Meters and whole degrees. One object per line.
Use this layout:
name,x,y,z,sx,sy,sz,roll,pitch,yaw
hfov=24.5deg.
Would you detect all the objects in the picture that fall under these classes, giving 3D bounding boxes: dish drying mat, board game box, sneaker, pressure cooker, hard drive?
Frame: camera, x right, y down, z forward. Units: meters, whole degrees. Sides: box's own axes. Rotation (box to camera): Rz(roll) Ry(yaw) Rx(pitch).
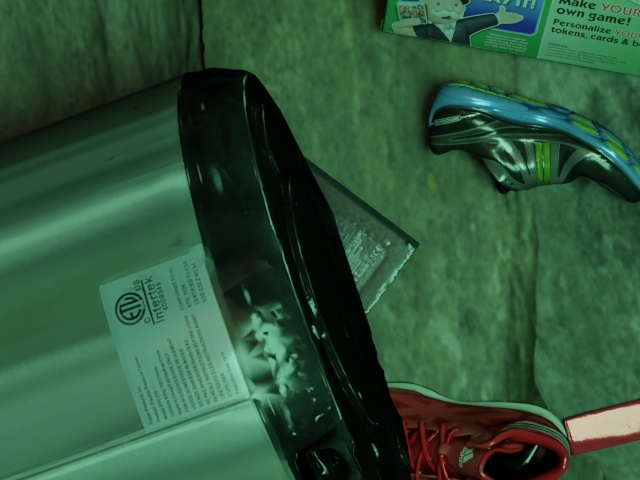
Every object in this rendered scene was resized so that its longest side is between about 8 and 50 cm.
dish drying mat,0.242,0.151,1.200,0.083,0.008,0.032,-14,88,1
board game box,0.215,-0.221,1.124,0.317,0.213,0.046,10,52,2
sneaker,0.176,-0.070,1.193,0.188,0.067,0.078,19,109,1
sneaker,0.087,0.155,1.145,0.221,0.128,0.087,-3,87,2
pressure cooker,-0.181,0.101,1.027,0.420,0.375,0.370,-20,46,6
hard drive,0.000,0.000,1.209,0.135,0.022,0.094,37,89,3
